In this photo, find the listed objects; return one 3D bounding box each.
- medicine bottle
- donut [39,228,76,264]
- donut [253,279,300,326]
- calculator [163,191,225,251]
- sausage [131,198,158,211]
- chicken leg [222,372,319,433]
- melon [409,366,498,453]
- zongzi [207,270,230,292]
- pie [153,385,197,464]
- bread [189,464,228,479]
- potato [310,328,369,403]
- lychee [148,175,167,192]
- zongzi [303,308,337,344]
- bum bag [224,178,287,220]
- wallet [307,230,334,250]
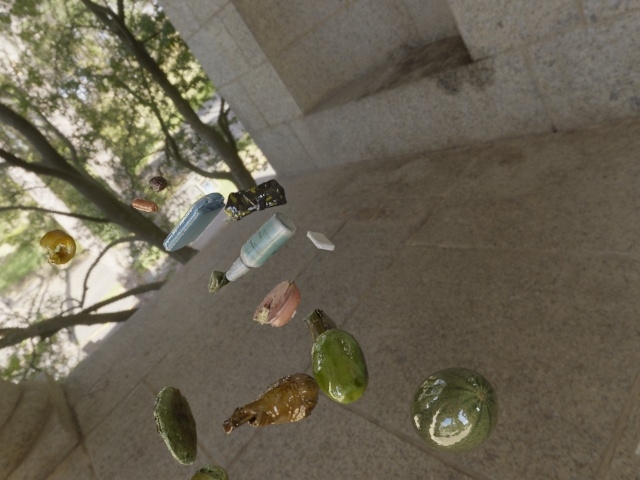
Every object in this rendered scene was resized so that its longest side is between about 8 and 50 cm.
[{"bbox_3d":[-0.247,0.040,1.745,0.352,0.110,0.110,-43,22,21],"label":"medicine bottle"},{"bbox_3d":[-0.763,0.020,1.304,0.043,0.108,0.097,15,43,22],"label":"donut"},{"bbox_3d":[-0.153,0.244,1.696,0.199,0.085,0.233,-54,17,-20],"label":"donut"},{"bbox_3d":[-0.323,-0.045,1.140,0.210,0.039,0.121,-44,-4,28],"label":"calculator"},{"bbox_3d":[-0.518,-0.104,1.311,0.083,0.034,0.034,13,47,21],"label":"sausage"},{"bbox_3d":[-0.202,0.680,1.775,0.409,0.182,0.295,-15,-24,-36],"label":"chicken leg"},{"bbox_3d":[0.404,0.514,1.350,0.237,0.237,0.302,-61,-1,-43],"label":"melon"},{"bbox_3d":[-0.413,0.179,1.887,0.055,0.119,0.109,59,135,43],"label":"zongzi"},{"bbox_3d":[-0.552,0.707,1.718,0.071,0.306,0.306,-26,25,-5],"label":"pie"},{"bbox_3d":[-0.389,0.838,1.396,0.257,0.124,0.186,-62,-16,6],"label":"bread"},{"bbox_3d":[0.075,0.486,1.736,0.216,0.216,0.304,-34,48,4],"label":"potato"},{"bbox_3d":[-0.669,-0.232,1.827,0.067,0.068,0.083,4,29,36],"label":"lychee"},{"bbox_3d":[0.058,0.486,2.140,0.123,0.289,0.260,-37,39,7],"label":"zongzi"},{"bbox_3d":[-0.238,-0.147,1.606,0.232,0.107,0.060,-19,8,-18],"label":"bum bag"},{"bbox_3d":[0.000,0.000,2.156,0.190,0.095,0.033,-132,57,-63],"label":"wallet"}]
